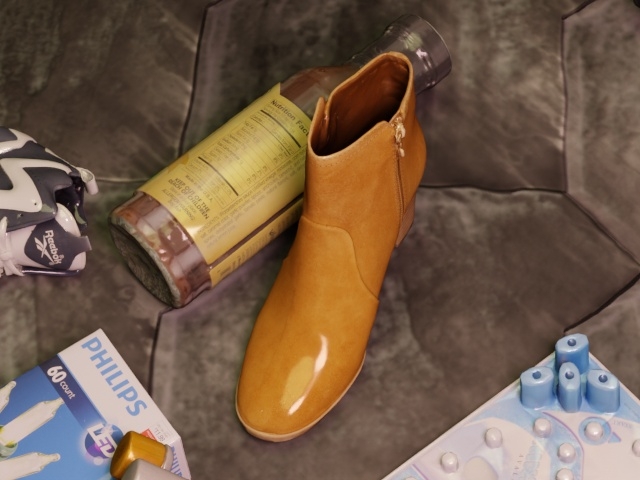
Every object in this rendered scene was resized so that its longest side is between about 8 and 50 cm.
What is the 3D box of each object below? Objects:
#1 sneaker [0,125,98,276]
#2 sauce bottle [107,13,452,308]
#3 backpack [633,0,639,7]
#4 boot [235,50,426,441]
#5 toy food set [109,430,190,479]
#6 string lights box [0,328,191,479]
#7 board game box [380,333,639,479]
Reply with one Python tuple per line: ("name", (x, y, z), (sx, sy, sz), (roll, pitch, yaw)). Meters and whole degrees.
("sneaker", (-0.283, 0.006, 1.642), (0.153, 0.094, 0.235), (17, 48, 26))
("sauce bottle", (-0.028, -0.078, 1.669), (0.344, 0.111, 0.111), (-37, 60, -21))
("backpack", (0.361, -0.234, 1.748), (0.114, 0.084, 0.105), (29, 60, 27))
("boot", (0.001, 0.000, 1.548), (0.104, 0.211, 0.295), (19, 60, 19))
("toy food set", (-0.130, 0.264, 1.414), (0.105, 0.111, 0.232), (26, 65, -17))
("string lights box", (-0.250, 0.198, 1.518), (0.260, 0.076, 0.133), (-31, 58, -16))
("board game box", (0.177, 0.300, 1.422), (0.390, 0.050, 0.390), (-34, 59, -17))
